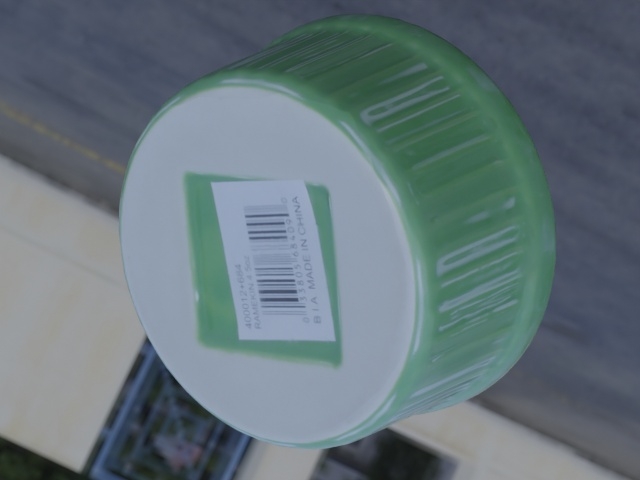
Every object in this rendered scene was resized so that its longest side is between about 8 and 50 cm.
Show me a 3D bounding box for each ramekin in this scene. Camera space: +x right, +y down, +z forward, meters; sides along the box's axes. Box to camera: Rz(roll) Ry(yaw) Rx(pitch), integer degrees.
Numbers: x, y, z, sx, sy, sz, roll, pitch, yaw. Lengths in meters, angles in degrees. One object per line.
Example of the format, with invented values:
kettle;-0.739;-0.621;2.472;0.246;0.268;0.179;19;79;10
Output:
ramekin;0.000;0.000;1.263;0.303;0.303;0.148;19;-155;31
